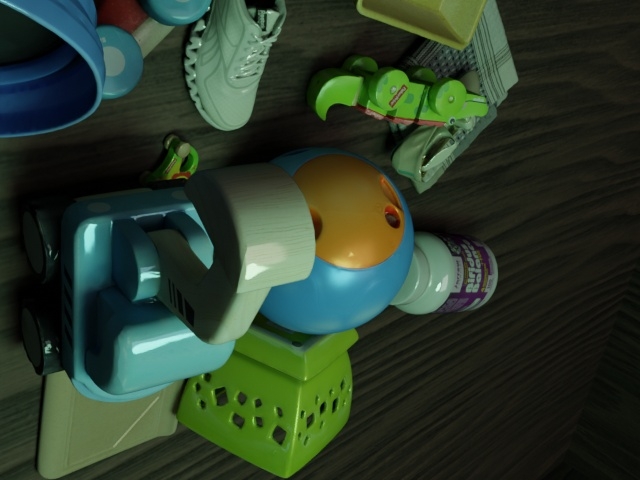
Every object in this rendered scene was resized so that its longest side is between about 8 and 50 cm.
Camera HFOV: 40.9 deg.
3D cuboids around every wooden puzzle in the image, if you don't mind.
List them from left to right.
[{"bbox_3d":[-0.320,0.244,1.333,0.239,0.044,0.221,-10,124,-42],"label":"wooden puzzle"}]

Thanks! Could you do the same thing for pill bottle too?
[{"bbox_3d":[0.228,0.066,1.761,0.301,0.169,0.169,2,114,-52],"label":"pill bottle"}]

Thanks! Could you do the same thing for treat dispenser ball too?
[{"bbox_3d":[0.000,0.000,1.322,0.288,0.288,0.288,-31,137,-34],"label":"treat dispenser ball"}]

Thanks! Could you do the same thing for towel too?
[{"bbox_3d":[0.255,-0.281,1.633,0.312,0.056,0.324,-49,145,-14],"label":"towel"}]

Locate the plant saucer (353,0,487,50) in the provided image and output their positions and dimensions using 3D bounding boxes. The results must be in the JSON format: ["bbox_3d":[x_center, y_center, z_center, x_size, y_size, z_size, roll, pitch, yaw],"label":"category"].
[{"bbox_3d":[0.183,-0.497,1.360,0.333,0.081,0.332,1,114,-51],"label":"plant saucer"}]

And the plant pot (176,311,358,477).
[{"bbox_3d":[-0.074,0.216,1.421,0.228,0.227,0.207,-27,134,-59],"label":"plant pot"}]

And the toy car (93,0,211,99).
[{"bbox_3d":[-0.273,-0.280,0.902,0.210,0.219,0.238,-50,116,-13],"label":"toy car"}]

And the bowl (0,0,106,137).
[{"bbox_3d":[-0.367,-0.179,0.679,0.391,0.391,0.077,20,70,-55],"label":"bowl"}]

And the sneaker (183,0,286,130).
[{"bbox_3d":[-0.107,-0.272,1.139,0.110,0.118,0.292,-27,136,-40],"label":"sneaker"}]

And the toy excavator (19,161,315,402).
[{"bbox_3d":[-0.170,0.056,0.991,0.222,0.445,0.432,-11,124,-34],"label":"toy excavator"}]

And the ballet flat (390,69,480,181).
[{"bbox_3d":[0.232,-0.205,1.567,0.248,0.086,0.086,-49,144,-10],"label":"ballet flat"}]

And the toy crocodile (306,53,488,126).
[{"bbox_3d":[0.135,-0.236,1.422,0.341,0.115,0.105,1,113,-36],"label":"toy crocodile"}]

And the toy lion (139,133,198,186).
[{"bbox_3d":[-0.208,-0.089,1.229,0.100,0.034,0.096,-57,152,-4],"label":"toy lion"}]
